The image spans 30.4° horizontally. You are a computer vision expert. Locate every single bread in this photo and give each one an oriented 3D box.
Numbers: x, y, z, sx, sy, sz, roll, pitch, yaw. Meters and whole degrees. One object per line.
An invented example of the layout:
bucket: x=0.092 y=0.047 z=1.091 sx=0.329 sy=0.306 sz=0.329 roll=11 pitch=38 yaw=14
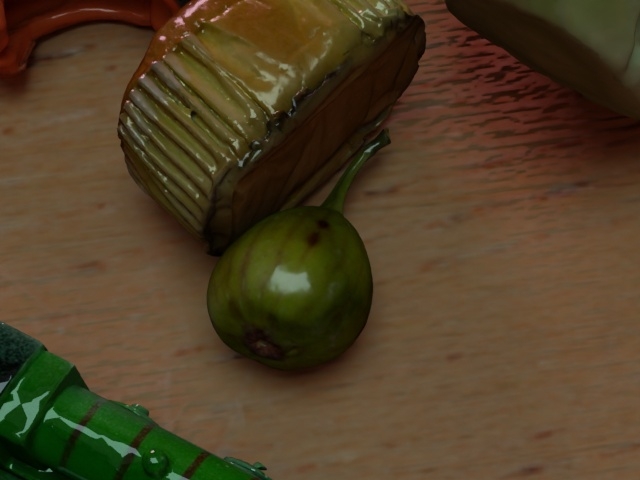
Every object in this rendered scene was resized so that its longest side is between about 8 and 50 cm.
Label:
bread: x=-0.031 y=-0.089 z=0.694 sx=0.190 sy=0.132 sz=0.114 roll=-39 pitch=70 yaw=-22

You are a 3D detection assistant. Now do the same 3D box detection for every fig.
fig: x=0.009 y=0.011 z=0.681 sx=0.093 sy=0.093 sz=0.166 roll=38 pitch=47 yaw=18

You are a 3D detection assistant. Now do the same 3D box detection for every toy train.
toy train: x=-0.085 y=0.123 z=0.595 sx=0.251 sy=0.119 sz=0.085 roll=24 pitch=64 yaw=13

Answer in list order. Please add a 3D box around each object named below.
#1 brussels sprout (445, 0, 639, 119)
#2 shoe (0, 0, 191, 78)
brussels sprout: x=0.202 y=-0.243 z=0.695 sx=0.289 sy=0.281 sz=0.354 roll=26 pitch=76 yaw=14
shoe: x=-0.117 y=-0.218 z=0.770 sx=0.336 sy=0.132 sz=0.171 roll=-37 pitch=73 yaw=-15
